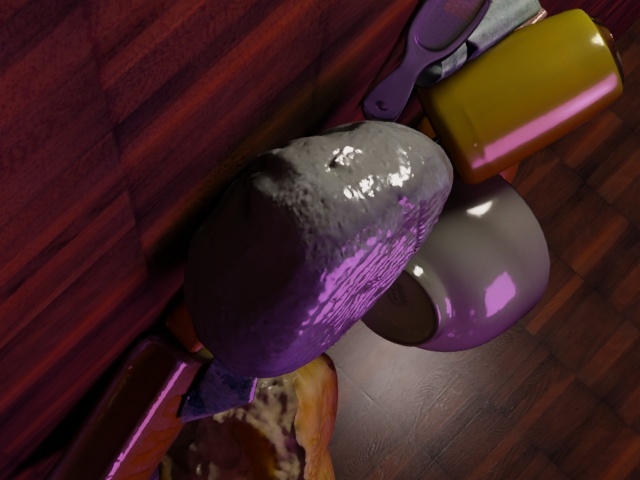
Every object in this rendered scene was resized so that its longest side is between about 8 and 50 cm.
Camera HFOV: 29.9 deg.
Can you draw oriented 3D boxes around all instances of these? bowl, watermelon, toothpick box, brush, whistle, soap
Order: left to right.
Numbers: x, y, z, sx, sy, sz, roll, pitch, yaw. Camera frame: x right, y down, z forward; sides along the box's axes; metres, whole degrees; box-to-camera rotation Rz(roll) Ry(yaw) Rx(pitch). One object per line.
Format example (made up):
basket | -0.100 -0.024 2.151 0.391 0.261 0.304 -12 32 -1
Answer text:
soap | -0.251 0.250 1.611 0.274 0.089 0.173 -57 165 7
watermelon | -0.120 0.174 1.597 0.180 0.081 0.094 -57 -166 31
bowl | 0.156 0.043 1.857 0.185 0.354 0.354 -44 173 -38
brush | 0.126 -0.238 1.426 0.297 0.068 0.060 -50 -166 54
whistle | 0.208 -0.280 1.594 0.312 0.062 0.062 -38 169 -47
toothpick box | 0.286 -0.210 1.692 0.271 0.175 0.175 -27 174 6

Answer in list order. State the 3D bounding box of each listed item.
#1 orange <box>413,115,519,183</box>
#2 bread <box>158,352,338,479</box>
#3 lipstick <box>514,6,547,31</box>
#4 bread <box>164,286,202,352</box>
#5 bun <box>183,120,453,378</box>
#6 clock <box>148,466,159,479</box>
orange | 0.238 -0.145 1.996 0.206 0.206 0.206 -45 172 -8
bread | -0.098 0.344 1.852 0.250 0.361 0.394 -4 180 10
lipstick | 0.297 -0.323 1.916 0.145 0.045 0.045 -45 171 -17
bread | -0.136 0.074 1.559 0.149 0.073 0.122 -44 178 0
bun | -0.008 -0.006 1.351 0.354 0.194 0.354 -45 169 -11
clock | -0.355 0.410 1.947 0.265 0.108 0.324 -40 171 -46
